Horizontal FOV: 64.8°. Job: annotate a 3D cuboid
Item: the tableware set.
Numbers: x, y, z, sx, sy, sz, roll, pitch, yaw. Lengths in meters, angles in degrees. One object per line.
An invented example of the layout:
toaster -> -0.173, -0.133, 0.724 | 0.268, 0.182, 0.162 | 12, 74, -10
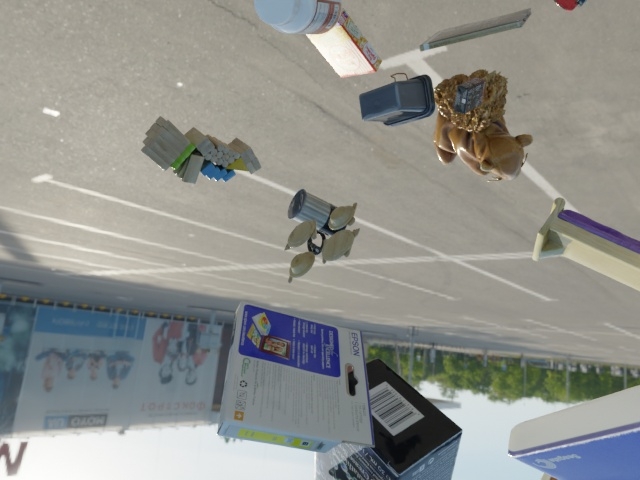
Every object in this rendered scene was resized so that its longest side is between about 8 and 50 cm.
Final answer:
tableware set -> 0.000, 0.000, 0.874 | 0.169, 0.141, 0.020 | -25, 126, 29

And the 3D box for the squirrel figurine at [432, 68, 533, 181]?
squirrel figurine -> 0.549, -0.384, 1.741 | 0.281, 0.370, 0.397 | -27, 126, 9

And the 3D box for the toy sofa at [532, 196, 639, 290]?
toy sofa -> 0.718, 0.026, 1.206 | 0.363, 0.177, 0.150 | 31, 165, 29

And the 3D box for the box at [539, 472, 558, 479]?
box -> 0.579, 0.615, 1.182 | 0.130, 0.091, 0.171 | 34, -137, 23

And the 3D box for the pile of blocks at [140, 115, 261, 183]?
pile of blocks -> -0.343, -0.244, 1.423 | 0.362, 0.148, 0.113 | 9, -157, -46

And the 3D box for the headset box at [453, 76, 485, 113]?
headset box -> 0.353, -0.342, 1.185 | 0.032, 0.083, 0.062 | 31, 139, 34

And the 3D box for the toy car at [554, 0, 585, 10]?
toy car -> 0.550, -0.521, 0.887 | 0.225, 0.238, 0.053 | 14, -164, 17

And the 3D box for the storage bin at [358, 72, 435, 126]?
storage bin -> 0.146, -0.285, 1.012 | 0.091, 0.098, 0.135 | -13, -173, -40

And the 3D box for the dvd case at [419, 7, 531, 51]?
dvd case -> 0.354, -0.482, 1.152 | 0.222, 0.018, 0.164 | -3, -151, 32

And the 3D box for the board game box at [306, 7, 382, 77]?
board game box -> 0.062, -0.551, 1.425 | 0.147, 0.045, 0.193 | 10, 157, 49

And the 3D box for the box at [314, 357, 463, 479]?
box -> 0.150, 0.558, 1.267 | 0.212, 0.395, 0.294 | -19, -145, -31

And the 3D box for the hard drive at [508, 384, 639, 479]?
hard drive -> 0.384, 0.247, 0.489 | 0.319, 0.040, 0.210 | 26, 147, -1

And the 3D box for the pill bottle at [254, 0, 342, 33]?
pill bottle -> -0.047, -0.504, 1.074 | 0.121, 0.121, 0.216 | 1, -161, 26

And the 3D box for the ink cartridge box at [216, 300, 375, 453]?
ink cartridge box -> -0.049, 0.294, 1.088 | 0.308, 0.303, 0.072 | 18, 126, -15

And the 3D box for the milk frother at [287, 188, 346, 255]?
milk frother -> -0.025, -0.042, 1.289 | 0.135, 0.143, 0.129 | 25, 180, -24
